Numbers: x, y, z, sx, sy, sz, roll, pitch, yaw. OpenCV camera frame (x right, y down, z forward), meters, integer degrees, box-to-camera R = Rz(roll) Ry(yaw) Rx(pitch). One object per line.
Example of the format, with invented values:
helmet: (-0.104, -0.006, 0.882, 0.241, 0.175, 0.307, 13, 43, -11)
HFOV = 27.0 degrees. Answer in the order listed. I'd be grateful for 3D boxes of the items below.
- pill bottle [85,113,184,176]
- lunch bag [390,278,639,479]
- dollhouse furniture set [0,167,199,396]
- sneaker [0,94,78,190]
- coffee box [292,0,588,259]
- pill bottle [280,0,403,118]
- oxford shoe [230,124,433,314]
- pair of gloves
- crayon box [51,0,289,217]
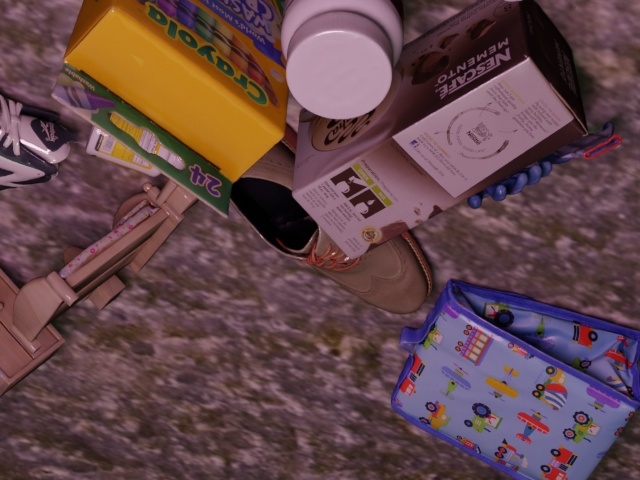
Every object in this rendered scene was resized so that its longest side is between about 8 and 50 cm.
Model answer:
pill bottle: (-0.206, -0.111, 1.531, 0.116, 0.065, 0.065, 20, 127, -13)
lunch bag: (0.236, 0.184, 1.723, 0.293, 0.138, 0.221, 21, 131, -2)
dollhouse furniture set: (-0.344, 0.030, 1.513, 0.174, 0.303, 0.355, 47, 136, 1)
sneaker: (-0.352, -0.134, 1.491, 0.153, 0.094, 0.235, -3, 140, -3)
coffee box: (0.123, -0.128, 1.434, 0.297, 0.168, 0.119, -29, 122, 25)
pill bottle: (0.023, -0.223, 1.326, 0.121, 0.221, 0.121, 1, 130, 2)
oxford shoe: (0.000, 0.000, 1.568, 0.348, 0.130, 0.123, 38, 122, -24)
pair of gloves: (0.243, -0.085, 1.461, 0.198, 0.159, 0.023, -27, 97, -6)
crayon box: (-0.128, -0.194, 1.292, 0.203, 0.323, 0.083, 36, 123, -24)
